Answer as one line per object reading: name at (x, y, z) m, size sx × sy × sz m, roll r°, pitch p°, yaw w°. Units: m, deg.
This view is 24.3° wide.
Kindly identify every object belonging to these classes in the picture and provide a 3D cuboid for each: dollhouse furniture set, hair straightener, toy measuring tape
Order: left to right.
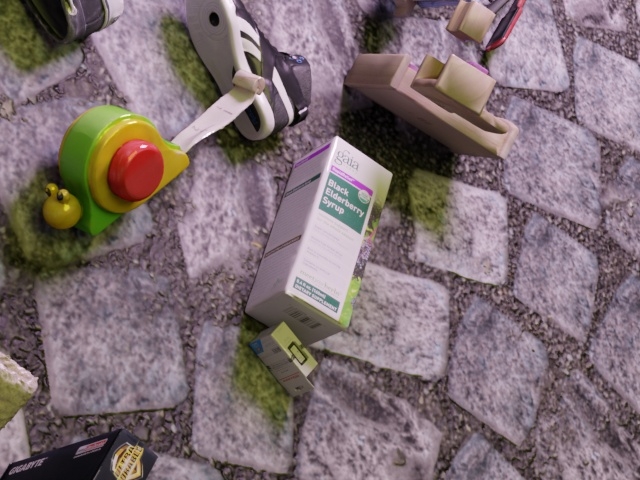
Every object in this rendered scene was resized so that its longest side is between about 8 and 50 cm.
toy measuring tape at (-0.191, -0.128, 1.671) m, size 0.330 × 0.121 × 0.121 m, roll -43°, pitch 100°, yaw -29°
dollhouse furniture set at (0.222, -0.285, 1.923) m, size 0.198 × 0.286 × 0.303 m, roll 29°, pitch 84°, yaw -25°
hair straightener at (0.272, -0.374, 2.195) m, size 0.089 × 0.047 × 0.230 m, roll 46°, pitch 50°, yaw -13°

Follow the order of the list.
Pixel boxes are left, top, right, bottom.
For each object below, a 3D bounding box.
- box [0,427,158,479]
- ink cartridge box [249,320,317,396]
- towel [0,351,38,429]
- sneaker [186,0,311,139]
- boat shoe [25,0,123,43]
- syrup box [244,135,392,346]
box at (-0.266, 0.275, 1.398) m, size 0.051 × 0.220 × 0.175 m, roll 45°, pitch 51°, yaw -21°
ink cartridge box at (-0.039, 0.140, 1.743) m, size 0.083 × 0.048 × 0.028 m, roll 52°, pitch 50°, yaw -10°
towel at (-0.424, 0.116, 1.375) m, size 0.282 × 0.187 × 0.049 m, roll 39°, pitch 17°, yaw -18°
sneaker at (-0.083, -0.239, 1.854) m, size 0.121 × 0.079 × 0.216 m, roll -25°, pitch 96°, yaw -44°
boat shoe at (-0.343, -0.362, 1.687) m, size 0.102 × 0.108 × 0.301 m, roll -37°, pitch 102°, yaw -42°
syrup box at (0.000, 0.000, 1.800) m, size 0.093 × 0.096 × 0.236 m, roll 33°, pitch 56°, yaw -23°
